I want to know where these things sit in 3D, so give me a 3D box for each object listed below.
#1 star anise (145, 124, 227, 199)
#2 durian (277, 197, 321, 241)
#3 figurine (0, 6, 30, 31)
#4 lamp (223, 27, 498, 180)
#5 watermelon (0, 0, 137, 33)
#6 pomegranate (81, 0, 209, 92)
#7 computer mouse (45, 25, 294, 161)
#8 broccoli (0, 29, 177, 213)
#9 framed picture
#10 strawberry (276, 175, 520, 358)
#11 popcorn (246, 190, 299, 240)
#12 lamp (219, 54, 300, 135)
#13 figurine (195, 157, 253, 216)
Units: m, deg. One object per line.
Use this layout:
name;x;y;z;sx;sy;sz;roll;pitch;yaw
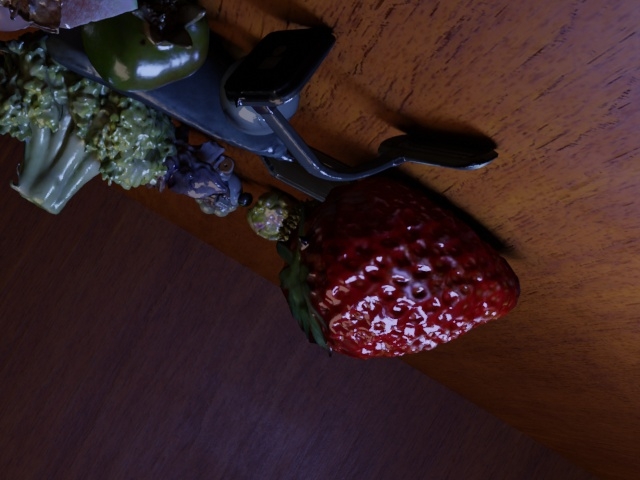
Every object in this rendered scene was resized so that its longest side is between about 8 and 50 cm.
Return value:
star anise;-0.265;-0.145;2.261;0.229;0.093;0.236;28;-157;4
durian;0.000;0.000;2.262;0.158;0.137;0.168;18;-163;-12
figurine;-0.460;-0.366;1.821;0.125;0.125;0.138;33;155;-17
lamp;0.052;-0.132;1.421;0.283;0.124;0.203;34;161;-37
watermelon;-0.357;-0.335;1.404;0.305;0.180;0.224;21;160;30
pomegranate;-0.205;-0.253;1.507;0.131;0.152;0.191;70;163;-2
computer mouse;-0.185;-0.218;1.699;0.371;0.122;0.188;28;-178;-13
broccoli;-0.417;-0.185;2.121;0.348;0.281;0.293;31;171;-1
framed picture;-0.020;-0.113;2.079;0.213;0.016;0.289;28;171;16
strawberry;0.106;0.032;1.823;0.292;0.310;0.292;61;167;24
popcorn;-0.091;-0.047;2.444;0.097;0.109;0.089;64;-153;3
lamp;-0.078;-0.184;1.582;0.105;0.105;0.105;30;171;5
figurine;-0.202;-0.106;2.469;0.147;0.093;0.197;19;170;4
